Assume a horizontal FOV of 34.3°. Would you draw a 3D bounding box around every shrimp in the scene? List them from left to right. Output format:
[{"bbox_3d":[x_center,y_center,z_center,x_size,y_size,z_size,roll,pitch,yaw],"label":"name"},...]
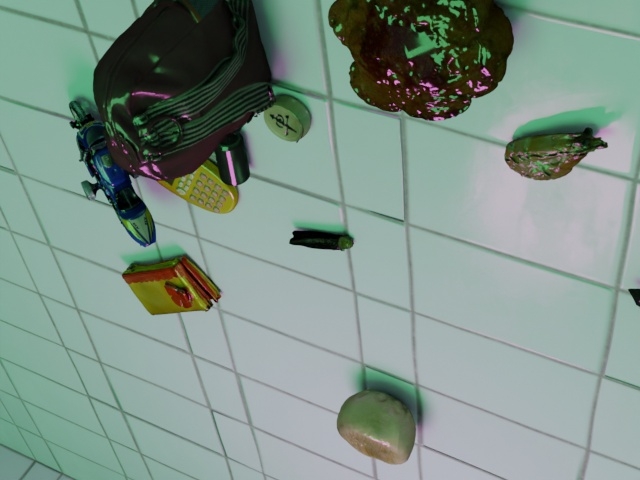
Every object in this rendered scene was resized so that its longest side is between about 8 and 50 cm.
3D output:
[{"bbox_3d":[0.344,-0.129,1.512,0.091,0.043,0.184,39,153,-20],"label":"shrimp"}]

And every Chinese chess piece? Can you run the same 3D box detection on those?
[{"bbox_3d":[-0.057,-0.206,1.754,0.084,0.034,0.084,23,144,18],"label":"Chinese chess piece"}]

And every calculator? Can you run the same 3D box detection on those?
[{"bbox_3d":[-0.263,-0.131,2.022,0.235,0.032,0.146,34,146,-2],"label":"calculator"}]

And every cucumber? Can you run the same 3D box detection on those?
[{"bbox_3d":[0.001,0.000,1.963,0.134,0.033,0.034,6,170,38],"label":"cucumber"}]

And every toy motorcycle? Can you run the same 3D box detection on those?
[{"bbox_3d":[-0.411,-0.132,2.031,0.315,0.113,0.169,64,164,-11],"label":"toy motorcycle"}]

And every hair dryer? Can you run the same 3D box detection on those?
[{"bbox_3d":[-0.219,-0.177,1.919,0.197,0.057,0.100,23,143,27],"label":"hair dryer"}]

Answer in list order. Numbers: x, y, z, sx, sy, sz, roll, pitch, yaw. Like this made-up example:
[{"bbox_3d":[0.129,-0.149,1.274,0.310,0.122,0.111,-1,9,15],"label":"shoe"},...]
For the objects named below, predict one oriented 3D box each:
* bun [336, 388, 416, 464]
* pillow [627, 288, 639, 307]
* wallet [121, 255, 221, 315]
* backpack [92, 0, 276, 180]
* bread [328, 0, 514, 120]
[{"bbox_3d":[0.133,0.405,2.271,0.178,0.128,0.193,17,154,24],"label":"bun"},{"bbox_3d":[0.560,0.106,1.606,0.150,0.048,0.090,-8,137,40],"label":"pillow"},{"bbox_3d":[-0.349,0.108,2.359,0.241,0.067,0.141,-10,124,47],"label":"wallet"},{"bbox_3d":[-0.209,-0.241,1.587,0.197,0.317,0.283,15,140,28],"label":"backpack"},{"bbox_3d":[0.138,-0.283,1.402,0.246,0.135,0.232,7,137,35],"label":"bread"}]
